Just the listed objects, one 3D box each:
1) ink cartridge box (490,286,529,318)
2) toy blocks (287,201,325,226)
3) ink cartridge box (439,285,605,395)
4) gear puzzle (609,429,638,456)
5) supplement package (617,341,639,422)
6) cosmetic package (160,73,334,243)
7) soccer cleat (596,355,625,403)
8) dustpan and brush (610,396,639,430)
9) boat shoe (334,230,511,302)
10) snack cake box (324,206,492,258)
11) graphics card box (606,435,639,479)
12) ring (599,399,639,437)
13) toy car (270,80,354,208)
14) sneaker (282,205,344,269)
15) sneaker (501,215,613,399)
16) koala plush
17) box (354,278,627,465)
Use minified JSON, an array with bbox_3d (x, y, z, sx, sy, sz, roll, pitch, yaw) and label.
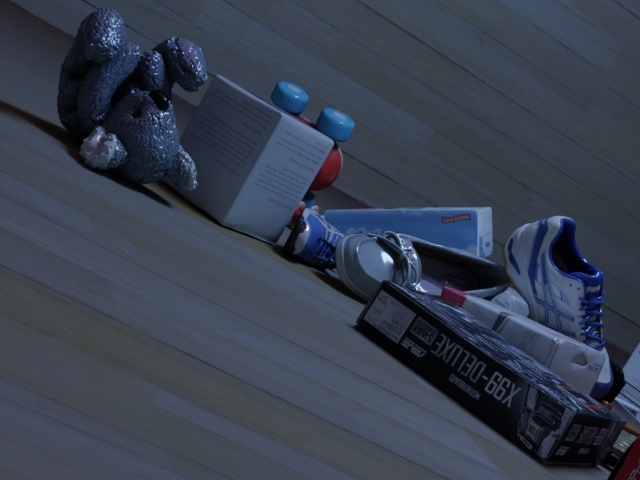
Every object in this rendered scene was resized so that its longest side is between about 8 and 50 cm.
[{"bbox_3d":[0.374,0.142,2.403,0.160,0.093,0.219,35,8,37],"label":"ink cartridge box"},{"bbox_3d":[-0.016,-0.034,2.110,0.148,0.054,0.123,33,7,20],"label":"toy blocks"},{"bbox_3d":[0.290,0.158,1.723,0.218,0.092,0.158,23,3,42],"label":"ink cartridge box"},{"bbox_3d":[0.437,0.310,1.632,0.339,0.044,0.175,28,8,-2],"label":"gear puzzle"},{"bbox_3d":[0.745,0.280,2.283,0.199,0.263,0.198,27,7,-34],"label":"supplement package"},{"bbox_3d":[-0.110,-0.120,1.725,0.151,0.184,0.151,35,8,33],"label":"cosmetic package"},{"bbox_3d":[0.398,0.204,1.957,0.318,0.109,0.116,22,14,-39],"label":"soccer cleat"},{"bbox_3d":[0.516,0.284,2.093,0.211,0.060,0.147,30,6,-14],"label":"dustpan and brush"},{"bbox_3d":[0.159,0.046,1.791,0.320,0.103,0.118,17,56,-36],"label":"boat shoe"},{"bbox_3d":[0.153,-0.012,1.980,0.264,0.089,0.152,0,4,18],"label":"snack cake box"},{"bbox_3d":[0.541,0.360,1.337,0.233,0.094,0.371,11,20,-49],"label":"graphics card box"},{"bbox_3d":[0.560,0.329,1.840,0.336,0.032,0.336,28,-4,2],"label":"ring"},{"bbox_3d":[-0.078,-0.161,2.233,0.210,0.219,0.238,32,22,7],"label":"toy car"},{"bbox_3d":[0.000,0.000,1.789,0.081,0.080,0.211,29,7,11],"label":"sneaker"},{"bbox_3d":[0.391,0.104,1.800,0.112,0.131,0.296,-21,83,-40],"label":"sneaker"},{"bbox_3d":[-0.254,-0.159,1.571,0.196,0.203,0.221,14,37,-40],"label":"koala plush"},{"bbox_3d":[0.225,0.173,1.503,0.307,0.076,0.242,35,7,29],"label":"box"}]
